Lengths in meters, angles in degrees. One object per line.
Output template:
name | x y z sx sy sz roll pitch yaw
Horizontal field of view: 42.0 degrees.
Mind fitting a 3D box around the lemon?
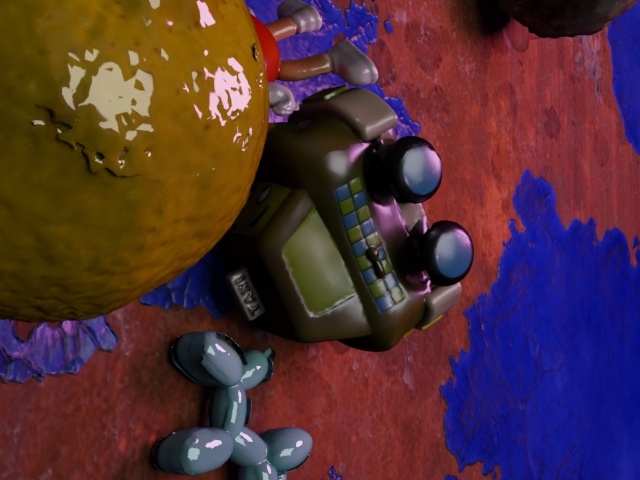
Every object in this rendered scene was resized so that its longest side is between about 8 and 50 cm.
lemon | -0.167 -0.083 0.517 0.293 0.293 0.292 13 72 -46

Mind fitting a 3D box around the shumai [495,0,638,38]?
shumai | 0.325 -0.501 1.169 0.323 0.324 0.397 32 53 -24

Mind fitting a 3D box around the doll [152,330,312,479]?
doll | -0.070 0.168 0.739 0.159 0.059 0.159 18 67 -45

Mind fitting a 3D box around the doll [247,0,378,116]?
doll | -0.079 -0.165 0.744 0.217 0.085 0.183 -13 47 -30

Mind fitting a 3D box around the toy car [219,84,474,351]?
toy car | 0.000 0.000 0.785 0.198 0.204 0.247 -30 108 -24
